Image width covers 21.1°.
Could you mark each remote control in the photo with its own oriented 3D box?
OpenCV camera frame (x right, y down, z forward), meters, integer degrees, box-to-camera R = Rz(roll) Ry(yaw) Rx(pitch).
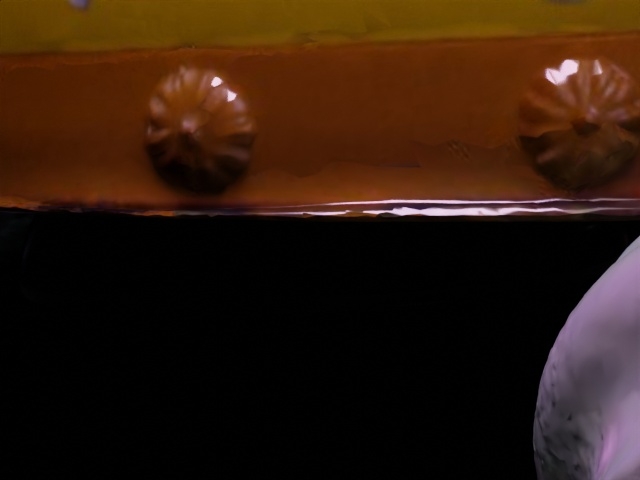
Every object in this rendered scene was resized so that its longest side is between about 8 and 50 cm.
[{"bbox_3d":[0.000,0.000,0.621,0.221,0.042,0.072,-2,19,7],"label":"remote control"}]

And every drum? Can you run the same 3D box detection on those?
[{"bbox_3d":[0.041,-0.126,0.560,0.431,0.214,0.431,-1,6,0],"label":"drum"}]

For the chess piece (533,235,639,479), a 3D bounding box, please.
[{"bbox_3d":[0.061,0.103,0.266,0.139,0.139,0.272,8,35,29],"label":"chess piece"}]
